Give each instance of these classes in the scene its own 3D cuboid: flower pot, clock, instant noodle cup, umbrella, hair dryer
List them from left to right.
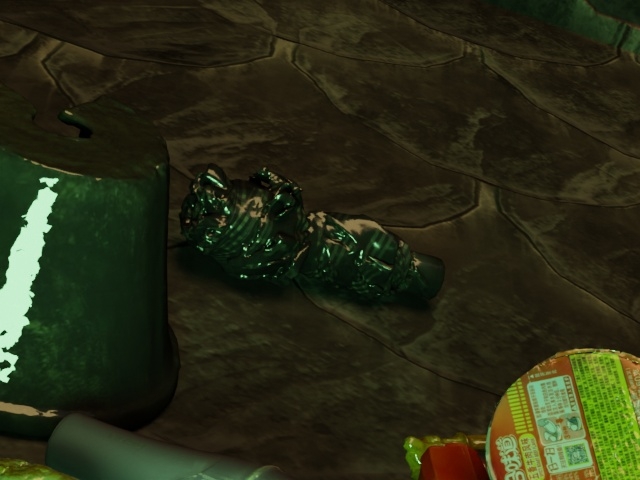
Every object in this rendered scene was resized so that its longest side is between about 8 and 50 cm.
[{"bbox_3d":[-0.281,-0.001,1.896,0.379,0.251,0.379,19,23,-9],"label":"flower pot"},{"bbox_3d":[-0.168,0.270,1.595,0.301,0.121,0.361,21,27,24],"label":"hair dryer"},{"bbox_3d":[0.001,0.003,2.275,0.337,0.128,0.154,19,21,-11],"label":"umbrella"},{"bbox_3d":[0.089,0.265,1.724,0.061,0.155,0.113,27,19,-17],"label":"clock"},{"bbox_3d":[0.245,0.224,1.742,0.193,0.212,0.193,-2,63,4],"label":"instant noodle cup"}]

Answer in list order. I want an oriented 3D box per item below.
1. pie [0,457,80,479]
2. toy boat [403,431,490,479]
[{"bbox_3d":[-0.278,0.245,1.525,0.240,0.054,0.240,0,29,0],"label":"pie"},{"bbox_3d":[0.231,0.266,1.897,0.318,0.099,0.141,18,51,13],"label":"toy boat"}]
